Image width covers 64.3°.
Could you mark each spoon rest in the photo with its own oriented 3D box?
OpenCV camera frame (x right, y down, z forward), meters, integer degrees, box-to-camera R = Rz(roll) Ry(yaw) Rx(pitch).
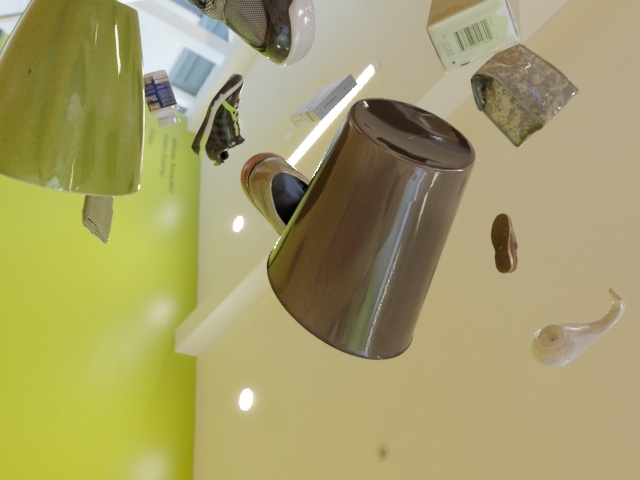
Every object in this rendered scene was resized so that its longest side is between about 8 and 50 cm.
[{"bbox_3d":[0.699,0.245,1.384,0.276,0.084,0.137,-40,-153,17],"label":"spoon rest"}]

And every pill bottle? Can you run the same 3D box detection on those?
[{"bbox_3d":[-0.367,-0.324,1.170,0.067,0.067,0.120,17,-53,58],"label":"pill bottle"}]

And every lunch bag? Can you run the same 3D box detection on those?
[{"bbox_3d":[0.645,-0.493,1.670,0.235,0.287,0.169,-41,176,-24],"label":"lunch bag"}]

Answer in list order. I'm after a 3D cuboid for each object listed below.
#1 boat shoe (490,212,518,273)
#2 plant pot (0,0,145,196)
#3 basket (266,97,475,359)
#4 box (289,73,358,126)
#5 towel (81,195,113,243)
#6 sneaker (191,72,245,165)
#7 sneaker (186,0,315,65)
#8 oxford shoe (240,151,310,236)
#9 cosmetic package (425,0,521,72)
[{"bbox_3d":[0.551,0.009,1.513,0.064,0.060,0.178,-10,-99,51],"label":"boat shoe"},{"bbox_3d":[-0.408,-0.258,0.843,0.275,0.274,0.294,41,-64,57],"label":"plant pot"},{"bbox_3d":[0.056,-0.018,0.541,0.204,0.154,0.227,41,-48,23],"label":"basket"},{"bbox_3d":[0.006,-0.378,1.390,0.145,0.038,0.186,-46,-160,-11],"label":"box"},{"bbox_3d":[-0.530,-0.076,1.213,0.110,0.027,0.148,80,3,-60],"label":"towel"},{"bbox_3d":[-0.199,-0.257,1.109,0.235,0.097,0.084,-49,-164,44],"label":"sneaker"},{"bbox_3d":[-0.134,-0.223,0.396,0.153,0.269,0.101,-39,177,-28],"label":"sneaker"},{"bbox_3d":[0.000,0.000,0.878,0.123,0.348,0.130,-48,-154,-2],"label":"oxford shoe"},{"bbox_3d":[0.326,-0.504,1.074,0.160,0.113,0.310,-15,-139,31],"label":"cosmetic package"}]
